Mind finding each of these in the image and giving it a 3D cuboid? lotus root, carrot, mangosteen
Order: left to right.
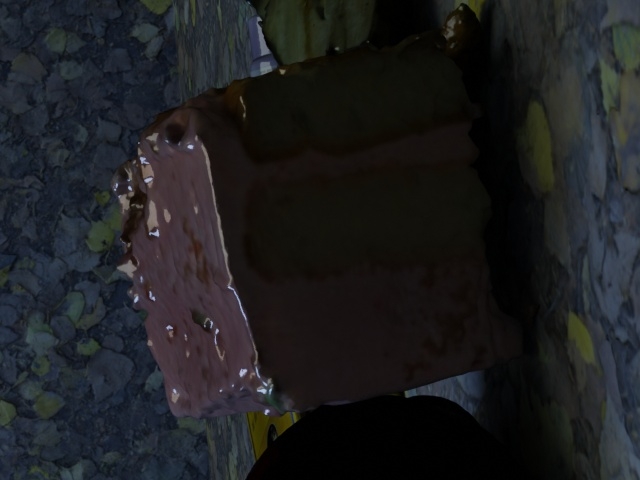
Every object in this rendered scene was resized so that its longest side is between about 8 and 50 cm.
[{"bbox_3d":[0.029,-0.239,1.556,0.210,0.142,0.314,-41,39,27],"label":"lotus root"},{"bbox_3d":[0.052,0.262,1.252,0.297,0.297,0.313,100,156,-50],"label":"mangosteen"},{"bbox_3d":[0.118,-0.092,1.360,0.066,0.066,0.314,-109,22,-47],"label":"carrot"}]

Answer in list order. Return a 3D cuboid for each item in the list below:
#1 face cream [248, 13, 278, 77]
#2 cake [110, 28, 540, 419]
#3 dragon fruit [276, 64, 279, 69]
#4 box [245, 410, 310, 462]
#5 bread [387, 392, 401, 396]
[{"bbox_3d":[-0.039,-0.180,1.929,0.154,0.096,0.273,-9,86,41],"label":"face cream"},{"bbox_3d":[-0.024,-0.002,1.293,0.314,0.293,0.306,-10,95,65],"label":"cake"},{"bbox_3d":[-0.013,-0.200,1.819,0.096,0.102,0.147,-156,67,-73],"label":"dragon fruit"},{"bbox_3d":[-0.027,0.239,1.789,0.301,0.084,0.192,-105,24,-45],"label":"box"},{"bbox_3d":[0.052,0.184,1.775,0.226,0.049,0.088,140,125,-74],"label":"bread"}]
